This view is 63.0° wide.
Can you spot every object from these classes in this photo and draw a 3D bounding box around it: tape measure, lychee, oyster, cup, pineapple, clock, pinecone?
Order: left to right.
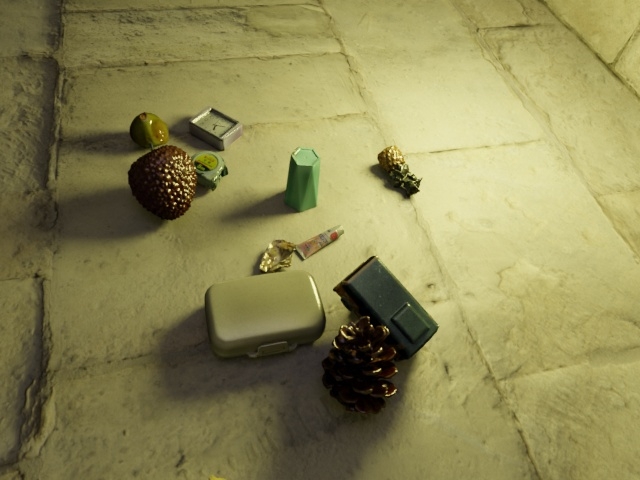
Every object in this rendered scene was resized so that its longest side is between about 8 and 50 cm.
[{"bbox_3d":[-0.567,-0.204,1.914,0.271,0.271,0.271,4,52,-5],"label":"lychee"},{"bbox_3d":[-0.527,-0.318,2.092,0.330,0.084,0.164,28,52,13],"label":"tape measure"},{"bbox_3d":[-0.445,-0.481,2.236,0.193,0.073,0.144,30,55,15],"label":"clock"},{"bbox_3d":[-0.154,0.066,1.867,0.105,0.056,0.177,14,51,12],"label":"oyster"},{"bbox_3d":[-0.068,-0.243,2.003,0.148,0.235,0.134,25,52,14],"label":"cup"},{"bbox_3d":[0.123,0.369,1.548,0.244,0.309,0.244,9,25,-4],"label":"pinecone"},{"bbox_3d":[0.336,-0.286,2.178,0.119,0.111,0.237,-33,68,8],"label":"pineapple"}]

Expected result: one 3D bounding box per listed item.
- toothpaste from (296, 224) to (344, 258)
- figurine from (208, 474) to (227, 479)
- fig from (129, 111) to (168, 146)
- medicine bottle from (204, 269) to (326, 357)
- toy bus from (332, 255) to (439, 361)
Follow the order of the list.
[{"bbox_3d":[0.000,0.000,1.951,0.194,0.043,0.067,-30,65,-20],"label":"toothpaste"},{"bbox_3d":[-0.225,0.688,1.373,0.187,0.083,0.083,40,57,10],"label":"figurine"},{"bbox_3d":[-0.696,-0.449,2.121,0.154,0.165,0.144,32,72,3],"label":"fig"},{"bbox_3d":[-0.180,0.231,1.694,0.375,0.123,0.282,-8,56,-14],"label":"medicine bottle"},{"bbox_3d":[0.209,0.218,1.667,0.162,0.194,0.323,-39,83,-17],"label":"toy bus"}]
